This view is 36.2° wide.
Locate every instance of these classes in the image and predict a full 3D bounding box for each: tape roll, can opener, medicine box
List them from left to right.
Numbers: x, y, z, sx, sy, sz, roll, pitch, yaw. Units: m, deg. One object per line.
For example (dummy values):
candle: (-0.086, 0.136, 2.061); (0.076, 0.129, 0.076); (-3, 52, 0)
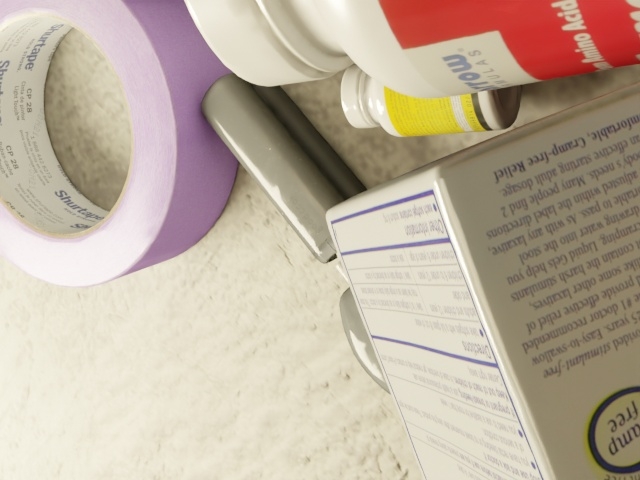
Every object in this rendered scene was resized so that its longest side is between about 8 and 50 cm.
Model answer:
tape roll: (-0.205, -0.102, 0.844); (0.275, 0.090, 0.274); (9, 107, 30)
can opener: (0.000, 0.000, 0.755); (0.283, 0.076, 0.095); (51, 121, 11)
medicine box: (0.140, 0.080, 0.567); (0.149, 0.263, 0.289); (-22, 92, -11)

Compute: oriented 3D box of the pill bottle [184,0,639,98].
pill bottle: (0.127, -0.202, 0.523); (0.408, 0.229, 0.229); (-6, 99, 29)

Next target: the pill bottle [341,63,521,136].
pill bottle: (0.076, -0.106, 0.687); (0.116, 0.065, 0.065); (-1, 102, 31)
